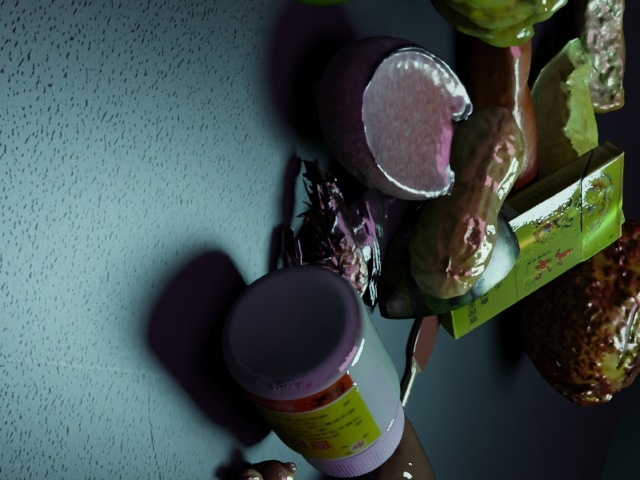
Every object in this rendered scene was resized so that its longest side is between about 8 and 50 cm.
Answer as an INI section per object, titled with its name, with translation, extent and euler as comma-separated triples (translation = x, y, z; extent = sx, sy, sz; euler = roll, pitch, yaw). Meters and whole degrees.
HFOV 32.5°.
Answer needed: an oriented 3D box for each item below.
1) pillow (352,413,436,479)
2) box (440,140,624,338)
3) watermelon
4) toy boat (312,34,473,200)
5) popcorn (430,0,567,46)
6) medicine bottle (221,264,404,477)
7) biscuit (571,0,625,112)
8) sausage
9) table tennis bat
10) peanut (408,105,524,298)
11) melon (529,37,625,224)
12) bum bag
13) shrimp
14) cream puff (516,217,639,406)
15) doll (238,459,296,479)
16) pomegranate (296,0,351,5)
[pillow]
translation = 0.096, 0.398, 1.381
extent = 0.305, 0.108, 0.307
euler = 70, 21, -48
[box]
translation = 0.297, 0.000, 1.548
extent = 0.311, 0.043, 0.173
euler = -29, 137, -15
[watermelon]
translation = 0.157, 0.008, 1.332
extent = 0.137, 0.145, 0.193
euler = -17, 116, -66
[toy boat]
translation = 0.068, -0.126, 1.123
extent = 0.227, 0.085, 0.155
euler = 19, 86, -54
[popcorn]
translation = 0.206, -0.355, 1.171
extent = 0.250, 0.235, 0.242
euler = -56, 177, -2
[medicine bottle]
translation = 0.001, 0.133, 1.070
extent = 0.139, 0.139, 0.225
euler = -65, 152, -25
[biscuit]
translation = 0.466, -0.351, 1.836
extent = 0.213, 0.091, 0.274
euler = -31, 119, -74
[sausage]
translation = 0.245, -0.165, 1.492
extent = 0.097, 0.094, 0.348
euler = -70, 155, -46
[table tennis bat]
translation = 0.134, 0.157, 1.506
extent = 0.087, 0.013, 0.156
euler = 60, 46, -58
[peanut]
translation = 0.166, -0.044, 1.238
extent = 0.098, 0.103, 0.229
euler = 28, 75, -29
[melon]
translation = 0.385, -0.153, 1.731
extent = 0.196, 0.124, 0.323
euler = 17, 63, -50
[bum bag]
translation = 0.054, -0.020, 1.200
extent = 0.248, 0.060, 0.123
euler = -58, 142, -31
[shrimp]
translation = 0.000, 0.000, 1.094
extent = 0.091, 0.034, 0.161
euler = -25, 108, -30
[cream puff]
translation = 0.453, 0.109, 1.884
extent = 0.350, 0.229, 0.350
euler = 14, 90, -89
[doll]
translation = -0.064, 0.252, 1.094
extent = 0.093, 0.051, 0.061
euler = -39, 142, -51
[pomegranate]
translation = -0.023, -0.274, 0.821
extent = 0.225, 0.187, 0.187
euler = 5, 98, -36
